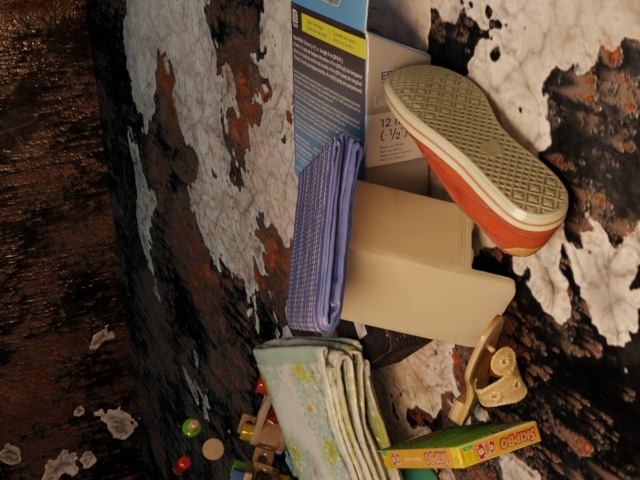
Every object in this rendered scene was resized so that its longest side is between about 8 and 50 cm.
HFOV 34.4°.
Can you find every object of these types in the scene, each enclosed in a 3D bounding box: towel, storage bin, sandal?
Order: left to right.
[{"bbox_3d":[0.000,0.000,1.378,0.336,0.040,0.243,157,120,-80],"label":"towel"},{"bbox_3d":[0.012,0.317,1.709,0.374,0.090,0.320,-12,95,69],"label":"towel"},{"bbox_3d":[0.094,0.126,1.614,0.180,0.084,0.122,131,124,-63],"label":"storage bin"},{"bbox_3d":[0.235,0.187,1.368,0.079,0.088,0.240,32,146,17],"label":"sandal"}]

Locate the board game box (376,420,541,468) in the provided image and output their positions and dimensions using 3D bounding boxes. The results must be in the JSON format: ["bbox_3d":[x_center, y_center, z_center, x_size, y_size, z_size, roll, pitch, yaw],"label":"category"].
[{"bbox_3d":[0.183,0.285,1.439,0.259,0.124,0.039,-23,81,66],"label":"board game box"}]

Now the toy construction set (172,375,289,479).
[{"bbox_3d":[-0.145,0.418,2.064,0.237,0.309,0.257,126,136,-66],"label":"toy construction set"}]

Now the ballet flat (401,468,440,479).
[{"bbox_3d":[0.178,0.432,1.609,0.070,0.070,0.188,105,148,-47],"label":"ballet flat"}]

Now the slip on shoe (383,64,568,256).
[{"bbox_3d":[0.178,-0.105,1.278,0.331,0.123,0.101,54,151,35],"label":"slip on shoe"}]

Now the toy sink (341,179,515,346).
[{"bbox_3d":[0.129,0.030,1.393,0.153,0.234,0.131,110,170,-50],"label":"toy sink"}]

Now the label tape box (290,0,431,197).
[{"bbox_3d":[0.054,-0.227,1.495,0.249,0.115,0.348,-140,46,-56],"label":"label tape box"}]
